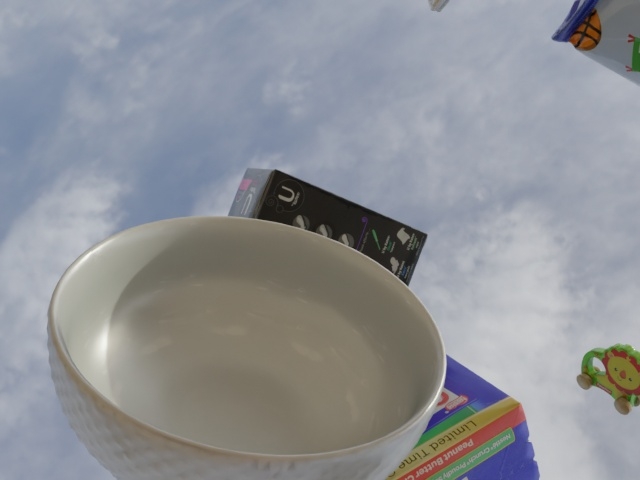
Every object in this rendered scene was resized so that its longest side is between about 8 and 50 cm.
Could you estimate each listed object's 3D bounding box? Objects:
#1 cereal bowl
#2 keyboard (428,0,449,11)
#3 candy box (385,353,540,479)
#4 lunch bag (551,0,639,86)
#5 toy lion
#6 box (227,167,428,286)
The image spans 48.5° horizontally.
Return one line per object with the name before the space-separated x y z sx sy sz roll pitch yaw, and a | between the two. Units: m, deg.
cereal bowl | -0.068 0.118 0.642 0.339 0.339 0.141 31 -57 31
keyboard | 0.127 -0.309 0.735 0.072 0.014 0.256 -52 -159 31
candy box | 0.076 0.257 0.929 0.268 0.122 0.317 -25 -160 -14
lunch bag | 0.442 -0.268 0.587 0.327 0.385 0.239 33 -129 4
toy lion | 0.396 0.176 0.952 0.034 0.096 0.100 -22 -146 -27
box | 0.000 0.000 1.104 0.143 0.270 0.165 -69 -159 -2
